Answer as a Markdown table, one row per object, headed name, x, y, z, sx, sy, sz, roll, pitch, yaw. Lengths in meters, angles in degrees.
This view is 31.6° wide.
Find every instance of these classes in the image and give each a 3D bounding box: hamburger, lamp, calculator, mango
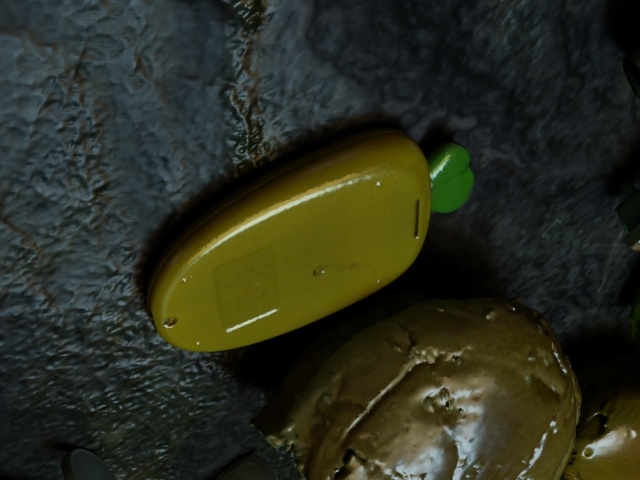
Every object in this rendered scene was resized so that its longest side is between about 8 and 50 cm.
| name | x | y | z | sx | sy | sz | roll | pitch | yaw |
| --- | --- | --- | --- | --- | --- | --- | --- | --- | --- |
| hamburger | 0.097 | 0.138 | 0.854 | 0.211 | 0.132 | 0.309 | -48 | 140 | -3 |
| lamp | -0.105 | 0.172 | 0.815 | 0.056 | 0.050 | 0.198 | -42 | 148 | 13 |
| calculator | 0.000 | 0.000 | 0.717 | 0.234 | 0.032 | 0.146 | -24 | 144 | -15 |
| mango | 0.298 | 0.195 | 1.112 | 0.151 | 0.156 | 0.248 | -12 | 160 | 31 |

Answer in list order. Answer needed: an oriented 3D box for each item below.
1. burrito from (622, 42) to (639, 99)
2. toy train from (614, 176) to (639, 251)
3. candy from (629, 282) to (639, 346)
| name | x | y | z | sx | sy | sz | roll | pitch | yaw |
| --- | --- | --- | --- | --- | --- | --- | --- | --- | --- |
| burrito | 0.294 | -0.173 | 0.726 | 0.229 | 0.089 | 0.144 | -51 | 157 | 22 |
| toy train | 0.297 | -0.050 | 0.854 | 0.074 | 0.118 | 0.176 | 15 | 125 | -43 |
| candy | 0.337 | 0.021 | 0.988 | 0.096 | 0.097 | 0.209 | -18 | 138 | -26 |
